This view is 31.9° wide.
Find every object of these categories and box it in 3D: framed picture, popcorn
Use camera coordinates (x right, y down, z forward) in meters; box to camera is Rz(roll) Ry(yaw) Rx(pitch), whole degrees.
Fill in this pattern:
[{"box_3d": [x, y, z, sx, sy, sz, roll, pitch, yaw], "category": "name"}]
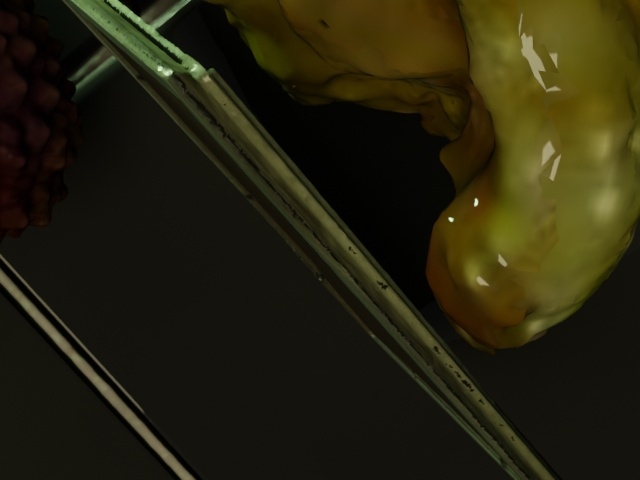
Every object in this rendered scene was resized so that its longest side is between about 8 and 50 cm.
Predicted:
[{"box_3d": [0.000, 0.000, 0.487, 0.019, 0.232, 0.296, -43, 123, -3], "category": "framed picture"}, {"box_3d": [0.063, -0.155, 0.426, 0.325, 0.321, 0.290, 19, 115, -39], "category": "popcorn"}]

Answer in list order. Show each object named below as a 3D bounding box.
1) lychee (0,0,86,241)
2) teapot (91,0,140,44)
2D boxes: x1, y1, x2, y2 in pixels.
[{"box_3d": [-0.238, -0.083, 0.521, 0.271, 0.271, 0.271, 4, 114, 8], "category": "lychee"}, {"box_3d": [-0.119, -0.140, 0.558, 0.045, 0.068, 0.100, -29, 76, 24], "category": "teapot"}]
